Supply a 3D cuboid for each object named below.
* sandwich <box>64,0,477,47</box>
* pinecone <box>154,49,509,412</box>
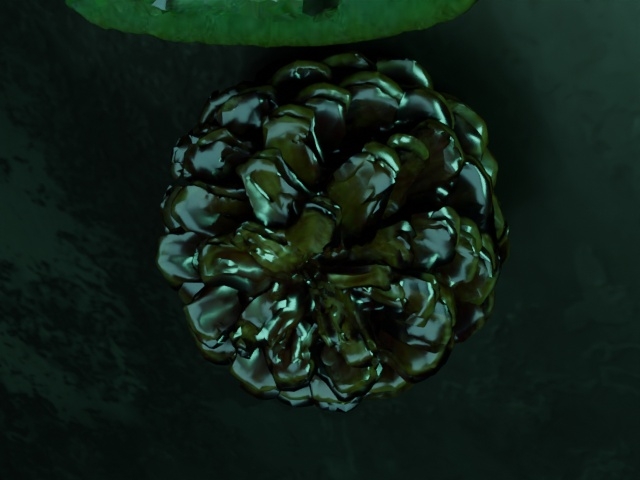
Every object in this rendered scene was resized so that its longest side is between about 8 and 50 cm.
[{"bbox_3d":[-0.042,-0.216,0.711,0.250,0.162,0.301,6,132,15],"label":"sandwich"},{"bbox_3d":[0.000,0.000,0.842,0.221,0.221,0.221,13,131,15],"label":"pinecone"}]
